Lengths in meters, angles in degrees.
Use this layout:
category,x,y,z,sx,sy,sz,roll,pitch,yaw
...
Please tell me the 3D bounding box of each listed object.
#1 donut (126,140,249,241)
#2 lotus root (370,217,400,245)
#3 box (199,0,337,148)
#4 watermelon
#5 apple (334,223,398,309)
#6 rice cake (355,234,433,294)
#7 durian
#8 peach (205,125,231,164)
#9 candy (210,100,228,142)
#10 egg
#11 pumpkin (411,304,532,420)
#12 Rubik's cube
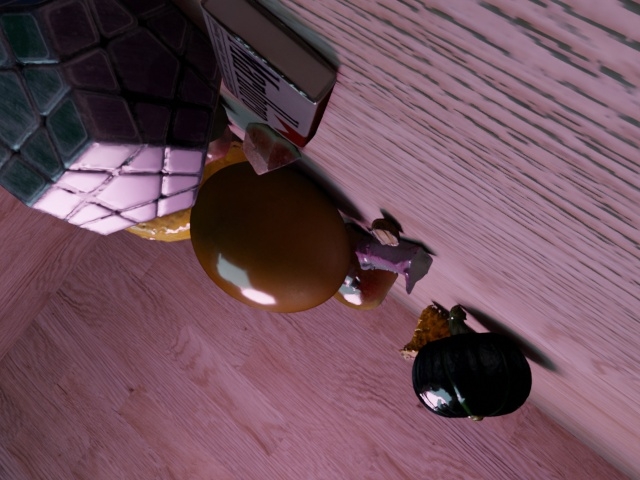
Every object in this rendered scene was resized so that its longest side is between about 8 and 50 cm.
category,x,y,z,sx,sy,sz,roll,pitch,yaw
donut,-0.392,-0.173,1.110,0.435,0.378,0.163,33,178,-12
lotus root,0.106,-0.016,0.699,0.037,0.030,0.083,2,165,23
box,-0.046,-0.148,0.409,0.115,0.036,0.177,38,177,-6
watermelon,-0.076,-0.137,0.673,0.085,0.072,0.092,56,-168,31
apple,0.085,0.067,1.067,0.188,0.174,0.207,35,161,-1
rice cake,0.121,0.033,0.820,0.051,0.081,0.290,25,180,-13
durian,0.393,0.313,1.337,0.195,0.186,0.305,12,167,35
peach,-0.277,-0.237,0.959,0.152,0.152,0.152,38,177,2
candy,-0.279,-0.267,0.787,0.234,0.102,0.104,40,178,13
egg,-0.094,-0.002,0.886,0.351,0.283,0.282,36,178,-31
pumpkin,0.322,0.264,0.960,0.248,0.248,0.248,38,177,2
Rubik's cube,-0.265,-0.167,0.532,0.319,0.319,0.264,36,150,38
